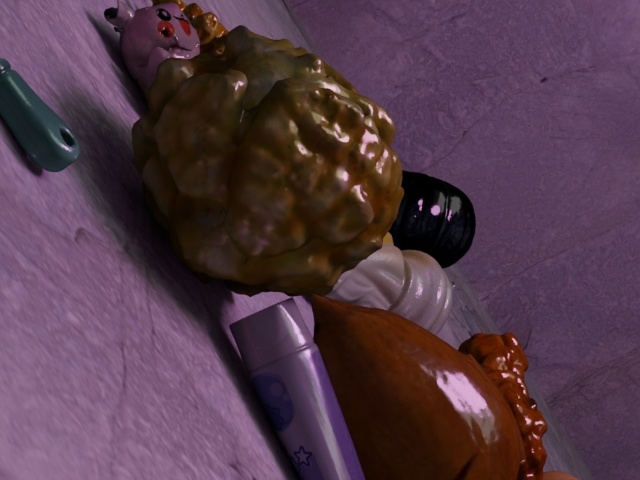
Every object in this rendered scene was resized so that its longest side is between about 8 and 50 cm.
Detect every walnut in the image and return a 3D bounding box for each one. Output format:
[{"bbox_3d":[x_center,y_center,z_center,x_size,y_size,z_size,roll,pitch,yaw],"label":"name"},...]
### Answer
[{"bbox_3d":[0.092,0.196,1.599,0.336,0.209,0.209,50,9,4],"label":"walnut"}]

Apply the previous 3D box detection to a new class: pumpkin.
[{"bbox_3d":[0.161,-0.008,2.569,0.248,0.248,0.248,57,10,-16],"label":"pumpkin"}]

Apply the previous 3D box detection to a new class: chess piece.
[{"bbox_3d":[0.056,0.040,2.010,0.298,0.175,0.176,40,21,-43],"label":"chess piece"}]

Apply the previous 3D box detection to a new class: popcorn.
[{"bbox_3d":[-0.046,-0.079,1.453,0.335,0.279,0.274,18,82,-51],"label":"popcorn"}]

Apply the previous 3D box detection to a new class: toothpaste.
[{"bbox_3d":[0.014,0.242,1.424,0.371,0.080,0.125,65,10,2],"label":"toothpaste"}]

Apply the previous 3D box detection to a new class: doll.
[{"bbox_3d":[-0.185,-0.218,1.691,0.149,0.095,0.192,6,52,-52],"label":"doll"}]

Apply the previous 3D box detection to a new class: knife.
[{"bbox_3d":[-0.302,-0.164,1.175,0.260,0.034,0.063,51,18,-12],"label":"knife"}]

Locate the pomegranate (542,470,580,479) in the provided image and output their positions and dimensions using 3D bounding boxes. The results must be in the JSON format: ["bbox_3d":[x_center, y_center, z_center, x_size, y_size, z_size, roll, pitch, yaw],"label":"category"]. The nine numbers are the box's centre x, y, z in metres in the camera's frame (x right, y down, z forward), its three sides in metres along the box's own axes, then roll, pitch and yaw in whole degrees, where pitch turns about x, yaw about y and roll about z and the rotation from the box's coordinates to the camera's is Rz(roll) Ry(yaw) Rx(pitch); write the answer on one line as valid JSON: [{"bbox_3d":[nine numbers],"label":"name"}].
[{"bbox_3d":[0.346,0.453,2.084,0.207,0.207,0.207,57,10,-16],"label":"pomegranate"}]

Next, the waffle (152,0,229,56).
[{"bbox_3d":[-0.156,-0.272,1.906,0.229,0.057,0.219,37,-5,19],"label":"waffle"}]

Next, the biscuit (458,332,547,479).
[{"bbox_3d":[0.232,0.308,1.861,0.312,0.110,0.318,-91,-171,-69],"label":"biscuit"}]
